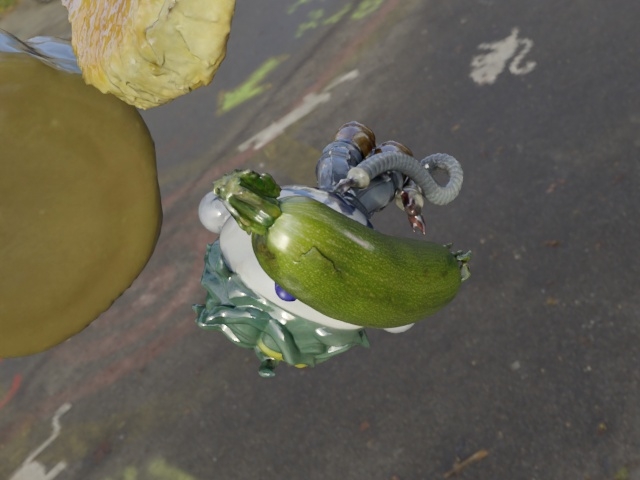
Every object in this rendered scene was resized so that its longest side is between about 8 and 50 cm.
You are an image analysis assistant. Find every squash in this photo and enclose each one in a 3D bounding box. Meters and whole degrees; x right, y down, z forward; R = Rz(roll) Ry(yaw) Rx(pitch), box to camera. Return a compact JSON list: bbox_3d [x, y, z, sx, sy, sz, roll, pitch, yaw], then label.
[{"bbox_3d":[0.032,0.022,0.685,0.071,0.318,0.080,-32,65,24],"label":"squash"}]

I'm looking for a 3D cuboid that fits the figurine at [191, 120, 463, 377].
[{"bbox_3d":[-0.004,0.000,1.055,0.261,0.186,0.382,16,32,10],"label":"figurine"}]

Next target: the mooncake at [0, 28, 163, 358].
[{"bbox_3d":[-0.462,-0.074,1.353,0.467,0.467,0.262,-39,42,-12],"label":"mooncake"}]

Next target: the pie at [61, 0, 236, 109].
[{"bbox_3d":[-0.134,-0.274,0.768,0.339,0.083,0.340,-14,74,59],"label":"pie"}]
